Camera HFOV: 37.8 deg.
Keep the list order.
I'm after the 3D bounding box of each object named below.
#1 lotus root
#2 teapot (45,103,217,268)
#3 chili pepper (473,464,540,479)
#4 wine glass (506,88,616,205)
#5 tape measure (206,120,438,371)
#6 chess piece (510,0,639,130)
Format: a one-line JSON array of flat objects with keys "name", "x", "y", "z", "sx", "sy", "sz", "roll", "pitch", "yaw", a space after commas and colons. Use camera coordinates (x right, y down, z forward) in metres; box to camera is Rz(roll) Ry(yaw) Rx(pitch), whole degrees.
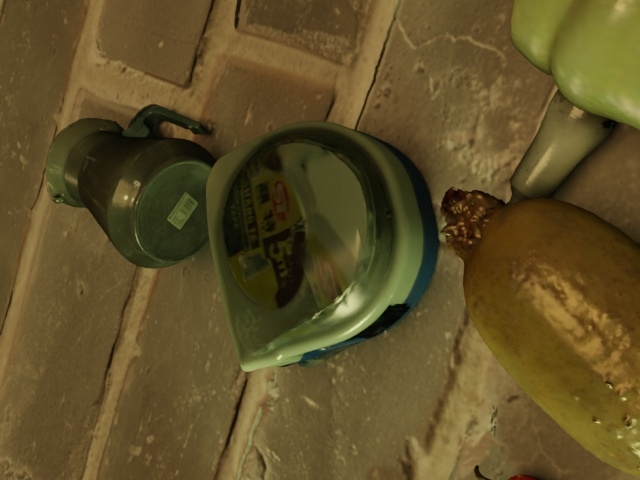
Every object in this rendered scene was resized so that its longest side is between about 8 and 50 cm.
[{"name": "lotus root", "x": 0.236, "y": 0.070, "z": 0.857, "sx": 0.343, "sy": 0.151, "sz": 0.169, "roll": 45, "pitch": 113, "yaw": 12}, {"name": "teapot", "x": -0.238, "y": -0.085, "z": 1.229, "sx": 0.225, "sy": 0.171, "sz": 0.203, "roll": 26, "pitch": 72, "yaw": 40}, {"name": "chili pepper", "x": 0.235, "y": 0.276, "z": 0.933, "sx": 0.191, "sy": 0.050, "sz": 0.059, "roll": 22, "pitch": 85, "yaw": 26}, {"name": "wine glass", "x": 0.229, "y": -0.077, "z": 0.939, "sx": 0.072, "sy": 0.072, "sz": 0.155, "roll": 43, "pitch": 112, "yaw": 29}, {"name": "tape measure", "x": -0.002, "y": 0.001, "z": 1.060, "sx": 0.262, "sy": 0.138, "sz": 0.259, "roll": -21, "pitch": 78, "yaw": 33}, {"name": "chess piece", "x": 0.376, "y": -0.105, "z": 0.745, "sx": 0.234, "sy": 0.234, "sz": 0.442, "roll": -49, "pitch": 64, "yaw": 24}]
